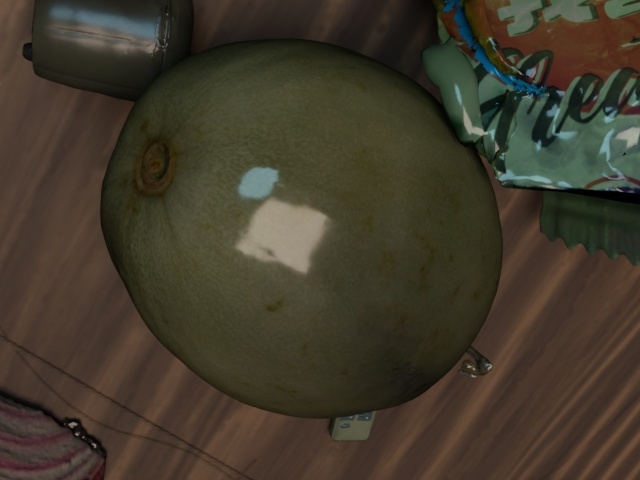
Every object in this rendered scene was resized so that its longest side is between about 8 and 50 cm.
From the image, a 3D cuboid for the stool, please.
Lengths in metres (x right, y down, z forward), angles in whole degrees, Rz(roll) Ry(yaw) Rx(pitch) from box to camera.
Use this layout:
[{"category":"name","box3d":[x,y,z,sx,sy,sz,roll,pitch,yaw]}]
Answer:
[{"category":"stool","box3d":[-0.145,-0.144,0.572,0.110,0.096,0.096,7,113,-11]}]

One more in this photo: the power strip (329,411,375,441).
[{"category":"power strip","box3d":[0.035,0.158,0.803,0.040,0.016,0.090,5,113,-17]}]

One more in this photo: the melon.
[{"category":"melon","box3d":[-0.006,-0.006,0.574,0.271,0.272,0.308,-22,156,-3]}]

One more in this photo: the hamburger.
[{"category":"hamburger","box3d":[0.181,-0.141,0.572,0.260,0.150,0.276,16,76,8]}]

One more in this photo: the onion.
[{"category":"onion","box3d":[-0.328,0.246,0.706,0.250,0.111,0.247,33,102,-27]}]

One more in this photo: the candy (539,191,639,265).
[{"category":"candy","box3d":[0.414,-0.054,0.658,0.397,0.263,0.172,-3,105,-12]}]
